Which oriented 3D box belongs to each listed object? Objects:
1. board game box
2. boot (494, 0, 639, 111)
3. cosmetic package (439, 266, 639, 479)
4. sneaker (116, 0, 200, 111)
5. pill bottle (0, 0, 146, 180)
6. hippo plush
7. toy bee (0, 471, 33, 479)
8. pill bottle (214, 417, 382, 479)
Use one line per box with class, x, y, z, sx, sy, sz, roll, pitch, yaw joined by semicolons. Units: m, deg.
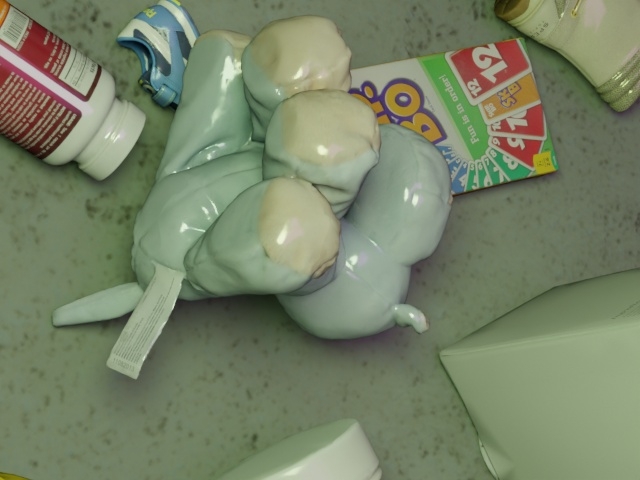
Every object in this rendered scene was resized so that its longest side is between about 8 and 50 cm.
board game box;0.081;-0.093;1.592;0.259;0.039;0.124;-14;87;-28
boot;0.265;-0.241;1.696;0.165;0.077;0.213;37;67;-20
cosmetic package;0.287;0.133;1.464;0.156;0.385;0.217;-28;98;-29
sneaker;-0.110;-0.120;1.480;0.059;0.053;0.144;-31;92;-24
pill bottle;-0.211;-0.111;1.400;0.152;0.086;0.086;35;66;-20
hippo plush;0.000;0.000;1.390;0.236;0.234;0.294;24;92;-36
toy bee;-0.269;0.183;1.255;0.195;0.162;0.298;-8;85;-33
pill bottle;0.038;0.304;1.413;0.176;0.176;0.319;-28;95;-30
